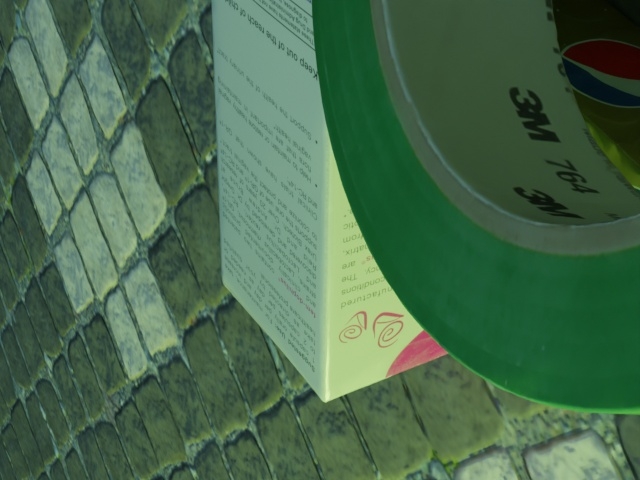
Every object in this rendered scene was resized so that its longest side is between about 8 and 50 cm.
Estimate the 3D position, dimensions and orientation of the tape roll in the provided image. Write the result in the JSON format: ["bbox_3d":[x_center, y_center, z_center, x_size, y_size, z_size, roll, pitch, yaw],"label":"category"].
[{"bbox_3d":[0.104,-0.112,0.402,0.321,0.077,0.321,-9,80,61],"label":"tape roll"}]

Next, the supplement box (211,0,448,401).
[{"bbox_3d":[0.023,-0.053,0.659,0.114,0.111,0.220,44,143,45],"label":"supplement box"}]

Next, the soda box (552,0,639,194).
[{"bbox_3d":[0.124,-0.024,0.539,0.181,0.061,0.058,51,147,37],"label":"soda box"}]
